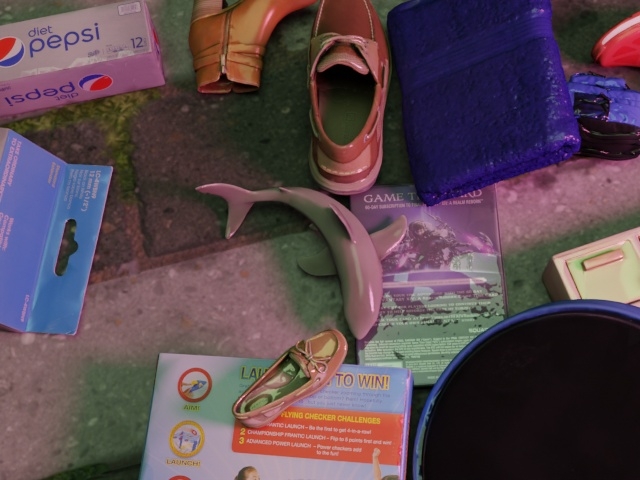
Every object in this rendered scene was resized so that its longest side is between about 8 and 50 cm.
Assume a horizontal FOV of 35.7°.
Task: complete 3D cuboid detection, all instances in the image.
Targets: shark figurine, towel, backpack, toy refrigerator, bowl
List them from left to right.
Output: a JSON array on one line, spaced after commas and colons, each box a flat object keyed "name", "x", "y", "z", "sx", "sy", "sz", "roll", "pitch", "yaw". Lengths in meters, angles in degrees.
[{"name": "shark figurine", "x": -0.007, "y": -0.026, "z": 1.248, "sx": 0.278, "sy": 0.116, "sz": 0.166, "roll": 37, "pitch": 81, "yaw": 19}, {"name": "towel", "x": 0.211, "y": -0.211, "z": 1.303, "sx": 0.228, "sy": 0.076, "sz": 0.308, "roll": -20, "pitch": 61, "yaw": 28}, {"name": "bowl", "x": 0.284, "y": 0.252, "z": 1.086, "sx": 0.391, "sy": 0.077, "sz": 0.391, "roll": -7, "pitch": 73, "yaw": 25}, {"name": "backpack", "x": 0.373, "y": -0.164, "z": 1.301, "sx": 0.120, "sy": 0.098, "sz": 0.101, "roll": 12, "pitch": 69, "yaw": 9}, {"name": "toy refrigerator", "x": 0.424, "y": 0.033, "z": 1.228, "sx": 0.270, "sy": 0.094, "sz": 0.102, "roll": -18, "pitch": 70, "yaw": -3}]

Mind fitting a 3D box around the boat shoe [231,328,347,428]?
[{"name": "boat shoe", "x": -0.034, "y": 0.154, "z": 1.125, "sx": 0.153, "sy": 0.048, "sz": 0.056, "roll": -36, "pitch": 68, "yaw": -5}]

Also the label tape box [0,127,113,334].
[{"name": "label tape box", "x": -0.473, "y": -0.023, "z": 1.290, "sx": 0.348, "sy": 0.115, "sz": 0.249, "roll": 6, "pitch": 70, "yaw": 7}]

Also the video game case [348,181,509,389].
[{"name": "video game case", "x": 0.139, "y": 0.053, "z": 1.274, "sx": 0.196, "sy": 0.026, "sz": 0.274, "roll": -3, "pitch": 69, "yaw": 2}]

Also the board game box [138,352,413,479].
[{"name": "board game box", "x": -0.055, "y": 0.294, "z": 1.149, "sx": 0.308, "sy": 0.086, "sz": 0.301, "roll": 3, "pitch": 70, "yaw": 11}]

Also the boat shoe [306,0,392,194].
[{"name": "boat shoe", "x": 0.039, "y": -0.222, "z": 1.324, "sx": 0.123, "sy": 0.116, "sz": 0.324, "roll": -3, "pitch": 63, "yaw": 1}]

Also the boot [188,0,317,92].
[{"name": "boot", "x": -0.088, "y": -0.284, "z": 1.385, "sx": 0.197, "sy": 0.073, "sz": 0.152, "roll": -9, "pitch": 70, "yaw": 15}]

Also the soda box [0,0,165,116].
[{"name": "soda box", "x": -0.367, "y": -0.247, "z": 1.373, "sx": 0.286, "sy": 0.098, "sz": 0.091, "roll": -12, "pitch": 71, "yaw": -1}]

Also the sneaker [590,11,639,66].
[{"name": "sneaker", "x": 0.486, "y": -0.246, "z": 1.332, "sx": 0.221, "sy": 0.087, "sz": 0.128, "roll": -18, "pitch": 69, "yaw": -2}]
